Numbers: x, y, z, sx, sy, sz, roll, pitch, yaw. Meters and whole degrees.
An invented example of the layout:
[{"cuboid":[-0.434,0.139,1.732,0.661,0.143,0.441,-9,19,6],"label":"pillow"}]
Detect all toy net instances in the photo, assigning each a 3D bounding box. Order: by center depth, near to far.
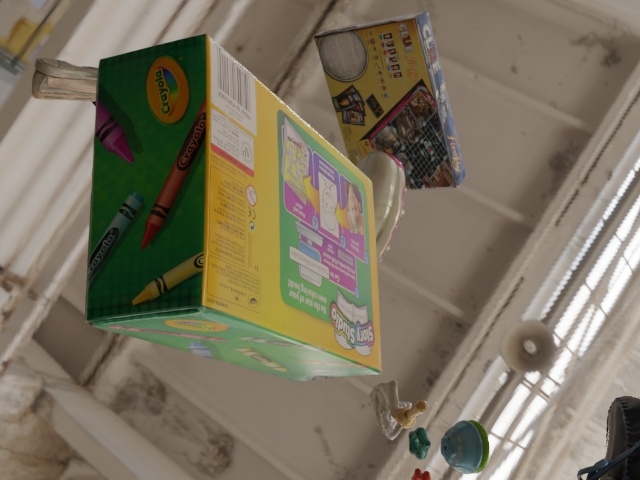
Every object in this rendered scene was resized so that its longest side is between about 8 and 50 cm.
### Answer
[{"cuboid":[0.136,0.268,1.199,0.232,0.045,0.122,29,-68,60],"label":"toy net"}]

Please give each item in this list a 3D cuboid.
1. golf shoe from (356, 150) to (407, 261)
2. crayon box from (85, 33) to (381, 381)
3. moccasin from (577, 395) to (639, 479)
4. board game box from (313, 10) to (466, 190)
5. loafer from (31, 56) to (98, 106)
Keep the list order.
[{"cuboid":[0.000,0.000,1.082,0.115,0.140,0.306,-5,-128,57],"label":"golf shoe"},{"cuboid":[-0.043,-0.002,0.617,0.081,0.278,0.165,-9,-109,22],"label":"crayon box"},{"cuboid":[0.327,0.306,0.968,0.117,0.138,0.342,5,-140,9],"label":"moccasin"},{"cuboid":[0.100,-0.188,1.255,0.165,0.243,0.042,-1,-154,34],"label":"board game box"},{"cuboid":[-0.235,-0.155,0.902,0.045,0.125,0.039,37,-68,40],"label":"loafer"}]
